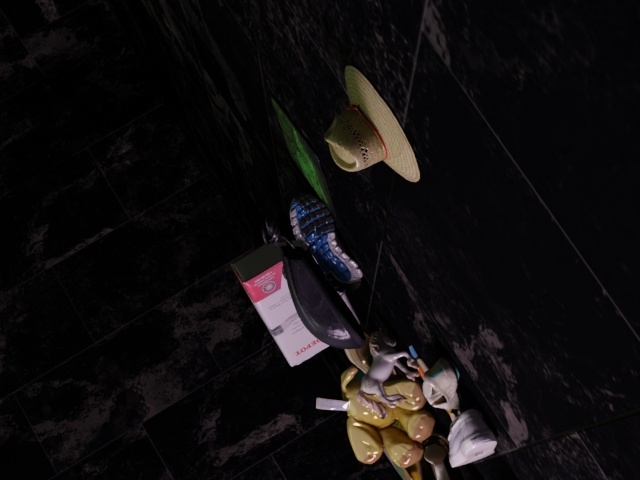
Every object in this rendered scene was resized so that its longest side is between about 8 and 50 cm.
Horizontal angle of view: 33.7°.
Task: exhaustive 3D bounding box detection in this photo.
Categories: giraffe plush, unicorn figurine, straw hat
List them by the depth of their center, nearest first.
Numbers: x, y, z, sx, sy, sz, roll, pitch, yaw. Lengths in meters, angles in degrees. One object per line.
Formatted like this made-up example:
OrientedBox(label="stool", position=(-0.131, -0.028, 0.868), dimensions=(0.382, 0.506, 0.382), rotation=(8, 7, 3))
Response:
OrientedBox(label="straw hat", position=(0.038, -0.105, 1.091), dimensions=(0.144, 0.061, 0.144), rotation=(57, 173, 10))
OrientedBox(label="unicorn figurine", position=(0.114, 0.218, 1.812), dimensions=(0.111, 0.162, 0.060), rotation=(24, 151, 26))
OrientedBox(label="giraffe plush", position=(0.113, 0.300, 1.936), dimensions=(0.210, 0.181, 0.170), rotation=(21, -168, 12))

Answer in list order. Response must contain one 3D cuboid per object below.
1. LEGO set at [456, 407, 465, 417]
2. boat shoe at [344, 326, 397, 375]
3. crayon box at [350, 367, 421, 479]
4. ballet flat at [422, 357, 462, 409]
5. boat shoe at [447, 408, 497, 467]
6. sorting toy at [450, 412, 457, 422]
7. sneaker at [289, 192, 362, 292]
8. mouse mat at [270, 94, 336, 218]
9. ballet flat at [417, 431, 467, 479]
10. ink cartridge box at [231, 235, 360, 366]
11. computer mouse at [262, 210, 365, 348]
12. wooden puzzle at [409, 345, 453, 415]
OrientedBox(label="LEGO set", position=(0.192, 0.243, 1.638), dimensions=(0.083, 0.023, 0.054), rotation=(53, 171, 38))
OrientedBox(label="boat shoe", position=(0.113, 0.241, 2.078), dimensions=(0.190, 0.068, 0.072), rotation=(52, 166, -33))
OrientedBox(label="crayon box", position=(0.179, 0.443, 2.344), dimensions=(0.323, 0.083, 0.203), rotation=(53, 171, 45))
OrientedBox(label="ballet flat", position=(0.172, 0.214, 1.538), dimensions=(0.057, 0.052, 0.168), rotation=(55, 172, 28))
OrientedBox(label="boat shoe", position=(0.213, 0.287, 1.540), dimensions=(0.184, 0.066, 0.063), rotation=(71, 180, -69))
OrientedBox(label="sorting toy", position=(0.235, 0.323, 1.728), dimensions=(0.062, 0.012, 0.083), rotation=(52, 170, 41))
OrientedBox(label="sneaker", position=(0.000, 0.000, 1.791), dimensions=(0.191, 0.071, 0.083), rotation=(62, 178, -21))
OrientedBox(label="mouse mat", position=(-0.026, -0.130, 1.666), dimensions=(0.153, 0.007, 0.190), rotation=(55, 173, 30))
OrientedBox(label="ballet flat", position=(0.221, 0.450, 1.854), dimensions=(0.316, 0.107, 0.106), rotation=(-111, 6, -62))
OrientedBox(label="ink cartridge box", position=(-0.048, 0.111, 2.154), dimensions=(0.237, 0.172, 0.100), rotation=(63, 172, -31))
OrientedBox(label="computer mouse", position=(-0.024, 0.080, 1.786), dimensions=(0.272, 0.072, 0.188), rotation=(56, -174, 4))
OrientedBox(label="wooden puzzle", position=(0.178, 0.231, 1.730), dimensions=(0.116, 0.014, 0.078), rotation=(56, 172, 28))
